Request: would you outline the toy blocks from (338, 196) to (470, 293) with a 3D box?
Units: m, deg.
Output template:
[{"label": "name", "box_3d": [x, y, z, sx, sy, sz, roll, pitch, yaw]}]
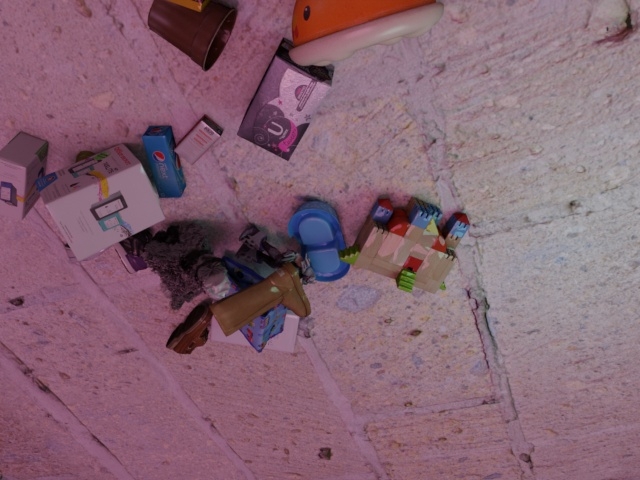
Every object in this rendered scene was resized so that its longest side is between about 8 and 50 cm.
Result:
[{"label": "toy blocks", "box_3d": [0.279, -0.006, 1.673, 0.381, 0.191, 0.261, 20, 117, -13]}]

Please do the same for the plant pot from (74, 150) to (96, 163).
[{"label": "plant pot", "box_3d": [-0.711, -0.215, 1.653, 0.083, 0.079, 0.083, 2, 128, 3]}]

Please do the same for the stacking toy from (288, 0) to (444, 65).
[{"label": "stacking toy", "box_3d": [0.042, -0.639, 1.156, 0.350, 0.350, 0.480, -13, 107, 15]}]

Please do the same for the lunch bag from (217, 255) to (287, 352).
[{"label": "lunch bag", "box_3d": [-0.264, 0.201, 1.862, 0.293, 0.138, 0.221, 35, 141, 19]}]

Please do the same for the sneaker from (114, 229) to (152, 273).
[{"label": "sneaker", "box_3d": [-0.623, -0.026, 1.799, 0.124, 0.107, 0.283, -19, 128, 1]}]

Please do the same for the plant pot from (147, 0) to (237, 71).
[{"label": "plant pot", "box_3d": [-0.313, -0.526, 1.324, 0.165, 0.167, 0.167, 30, 126, -8]}]

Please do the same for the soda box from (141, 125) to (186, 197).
[{"label": "soda box", "box_3d": [-0.460, -0.230, 1.623, 0.071, 0.067, 0.210, 0, 128, 6]}]

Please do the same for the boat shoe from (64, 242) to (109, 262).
[{"label": "boat shoe", "box_3d": [-0.786, 0.022, 1.831, 0.226, 0.083, 0.076, -17, 116, 32]}]

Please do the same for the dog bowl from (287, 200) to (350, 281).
[{"label": "dog bowl", "box_3d": [0.000, 0.000, 1.754, 0.166, 0.074, 0.297, -9, 127, 13]}]

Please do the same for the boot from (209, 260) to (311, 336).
[{"label": "boot", "box_3d": [-0.176, 0.205, 1.648, 0.269, 0.089, 0.236, -31, 130, -16]}]

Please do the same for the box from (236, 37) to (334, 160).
[{"label": "box", "box_3d": [-0.090, -0.362, 1.432, 0.163, 0.142, 0.247, 26, 127, -14]}]

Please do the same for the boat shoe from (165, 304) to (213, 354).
[{"label": "boat shoe", "box_3d": [-0.465, 0.337, 2.053, 0.104, 0.111, 0.307, 33, 136, -19]}]

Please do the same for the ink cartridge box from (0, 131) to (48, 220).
[{"label": "ink cartridge box", "box_3d": [-0.899, -0.191, 1.644, 0.093, 0.154, 0.212, 21, 126, -13]}]

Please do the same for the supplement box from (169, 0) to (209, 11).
[{"label": "supplement box", "box_3d": [-0.284, -0.643, 1.199, 0.129, 0.191, 0.194, 17, 129, -8]}]

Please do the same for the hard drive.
[{"label": "hard drive", "box_3d": [-0.246, 0.320, 2.052, 0.318, 0.040, 0.210, 9, 128, -2]}]

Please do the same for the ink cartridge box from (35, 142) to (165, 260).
[{"label": "ink cartridge box", "box_3d": [-0.627, -0.117, 1.574, 0.270, 0.198, 0.197, -29, 128, -20]}]

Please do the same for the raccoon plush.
[{"label": "raccoon plush", "box_3d": [-0.408, 0.155, 1.726, 0.216, 0.446, 0.299, -19, 127, -15]}]

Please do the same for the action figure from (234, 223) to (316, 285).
[{"label": "action figure", "box_3d": [-0.132, 0.069, 1.746, 0.285, 0.099, 0.185, 28, 139, 16]}]

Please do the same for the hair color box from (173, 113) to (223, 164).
[{"label": "hair color box", "box_3d": [-0.351, -0.289, 1.580, 0.141, 0.043, 0.072, -36, 117, 30]}]
